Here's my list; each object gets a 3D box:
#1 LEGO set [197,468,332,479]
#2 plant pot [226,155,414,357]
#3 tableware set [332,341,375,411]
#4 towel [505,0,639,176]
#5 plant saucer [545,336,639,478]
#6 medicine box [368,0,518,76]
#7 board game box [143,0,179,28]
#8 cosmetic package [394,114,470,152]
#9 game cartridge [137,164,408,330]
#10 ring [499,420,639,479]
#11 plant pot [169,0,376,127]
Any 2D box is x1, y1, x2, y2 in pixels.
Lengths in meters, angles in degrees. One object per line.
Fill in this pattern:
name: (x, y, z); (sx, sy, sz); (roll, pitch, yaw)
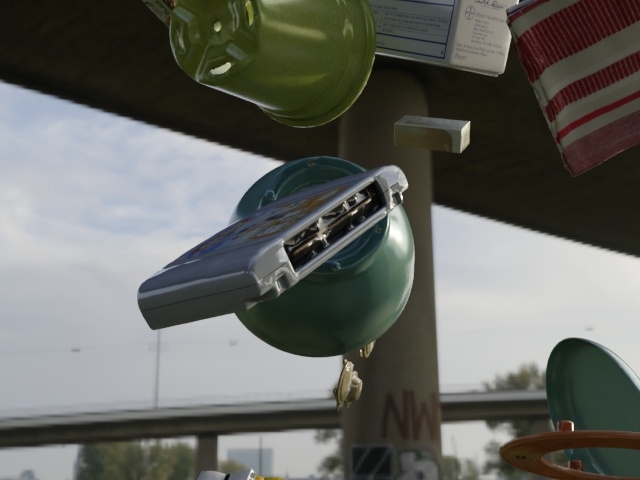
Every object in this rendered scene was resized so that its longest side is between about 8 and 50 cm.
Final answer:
LEGO set: (-0.021, 0.292, 0.913); (0.093, 0.227, 0.087); (-19, 21, 21)
plant pot: (0.000, 0.000, 1.302); (0.293, 0.292, 0.196); (0, -21, -3)
tableware set: (0.051, 0.178, 1.384); (0.020, 0.168, 0.141); (11, -18, 18)
towel: (0.443, -0.268, 1.417); (0.237, 0.037, 0.329); (-27, -54, 10)
plant saucer: (0.493, 0.313, 1.579); (0.044, 0.317, 0.317); (-15, -12, -16)
medicine box: (0.200, -0.449, 1.576); (0.149, 0.289, 0.264); (0, 16, -41)
board game box: (-0.219, -0.531, 1.726); (0.193, 0.305, 0.053); (44, -30, -27)
cosmetic package: (0.185, -0.177, 1.527); (0.115, 0.041, 0.060); (9, 25, 22)
game cartridge: (-0.053, 0.003, 1.005); (0.198, 0.062, 0.297); (-10, 17, 38)
ring: (0.419, 0.299, 1.275); (0.337, 0.032, 0.336); (7, -23, 3)
plant pot: (-0.093, -0.328, 1.477); (0.276, 0.275, 0.254); (-11, -5, 34)
